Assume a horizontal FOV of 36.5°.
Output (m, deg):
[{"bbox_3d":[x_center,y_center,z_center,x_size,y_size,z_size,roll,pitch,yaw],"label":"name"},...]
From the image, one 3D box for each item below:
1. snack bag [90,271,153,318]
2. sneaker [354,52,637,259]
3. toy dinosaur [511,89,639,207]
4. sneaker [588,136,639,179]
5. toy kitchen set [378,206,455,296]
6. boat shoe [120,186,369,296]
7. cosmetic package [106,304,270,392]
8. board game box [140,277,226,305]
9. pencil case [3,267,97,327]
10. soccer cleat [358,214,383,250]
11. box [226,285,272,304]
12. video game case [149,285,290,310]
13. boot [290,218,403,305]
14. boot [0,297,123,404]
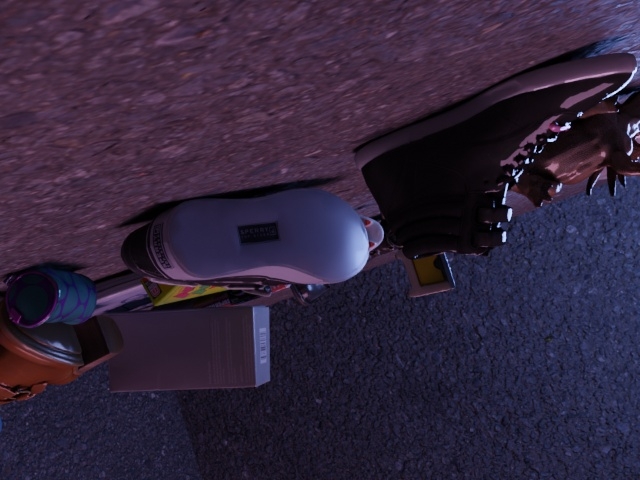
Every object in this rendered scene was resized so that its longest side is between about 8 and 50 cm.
[{"bbox_3d":[-0.350,0.101,1.504,0.342,0.037,0.323,-19,174,1],"label":"snack bag"},{"bbox_3d":[0.182,-0.070,0.944,0.295,0.147,0.104,-23,171,29],"label":"sneaker"},{"bbox_3d":[0.293,-0.102,1.168,0.295,0.127,0.200,-12,-179,-5],"label":"toy dinosaur"},{"bbox_3d":[0.445,-0.156,1.429,0.094,0.080,0.212,0,158,-36],"label":"sneaker"},{"bbox_3d":[0.155,-0.017,1.283,0.122,0.166,0.207,-18,175,1],"label":"toy kitchen set"},{"bbox_3d":[-0.076,0.009,1.076,0.105,0.113,0.306,-14,176,44],"label":"boat shoe"},{"bbox_3d":[-0.204,0.167,1.505,0.237,0.127,0.107,-2,177,11],"label":"cosmetic package"},{"bbox_3d":[-0.150,0.035,1.332,0.092,0.043,0.181,-41,164,30],"label":"board game box"},{"bbox_3d":[-0.311,0.068,1.129,0.070,0.064,0.151,-34,173,2],"label":"pencil case"},{"bbox_3d":[0.000,0.000,1.521,0.196,0.068,0.076,-11,179,-10],"label":"soccer cleat"},{"bbox_3d":[-0.119,0.052,1.507,0.062,0.083,0.052,-18,175,5],"label":"box"},{"bbox_3d":[-0.162,0.081,1.661,0.285,0.025,0.204,-20,-168,17],"label":"video game case"},{"bbox_3d":[0.077,0.013,1.738,0.229,0.091,0.263,-22,-170,32],"label":"boot"},{"bbox_3d":[-0.416,0.156,1.296,0.220,0.109,0.283,-24,171,8],"label":"boot"}]
